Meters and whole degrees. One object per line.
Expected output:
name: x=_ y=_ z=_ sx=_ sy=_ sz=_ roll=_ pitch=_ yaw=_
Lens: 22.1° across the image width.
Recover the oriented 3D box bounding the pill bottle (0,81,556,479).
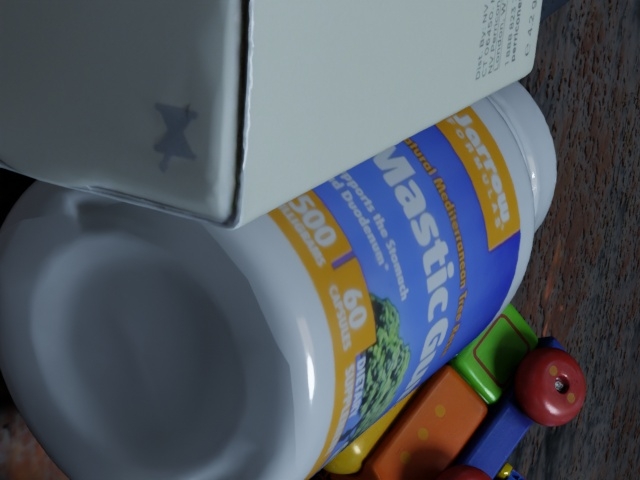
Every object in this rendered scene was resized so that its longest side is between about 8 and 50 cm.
pill bottle: x=0.000 y=0.000 z=0.702 sx=0.272 sy=0.152 sz=0.152 roll=-32 pitch=132 yaw=-53

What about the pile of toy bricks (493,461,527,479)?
pile of toy bricks: x=0.108 y=0.253 z=1.139 sx=0.105 sy=0.118 sz=0.212 roll=-51 pitch=177 yaw=31

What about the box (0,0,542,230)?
box: x=-0.027 y=-0.109 z=0.591 sx=0.232 sy=0.148 sz=0.127 roll=-30 pitch=130 yaw=-55

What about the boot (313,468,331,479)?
boot: x=0.025 y=0.136 z=0.941 sx=0.084 sy=0.059 sz=0.158 roll=8 pitch=99 yaw=-59

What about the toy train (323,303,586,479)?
toy train: x=0.016 y=0.105 z=0.840 sx=0.143 sy=0.105 sz=0.248 roll=50 pitch=59 yaw=-15

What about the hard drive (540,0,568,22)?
hard drive: x=0.145 y=-0.270 z=0.946 sx=0.172 sy=0.054 sz=0.254 roll=-39 pitch=138 yaw=-49
